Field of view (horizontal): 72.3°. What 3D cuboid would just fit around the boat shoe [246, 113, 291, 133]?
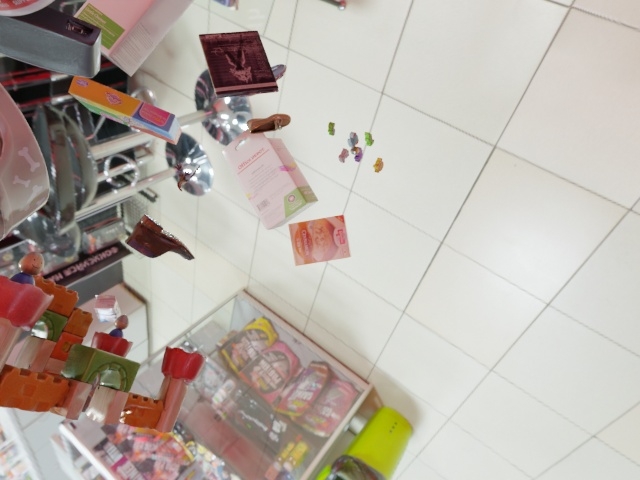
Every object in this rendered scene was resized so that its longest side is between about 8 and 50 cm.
[{"bbox_3d":[-0.169,-0.386,1.466,0.056,0.153,0.048,99,154,-48],"label":"boat shoe"}]

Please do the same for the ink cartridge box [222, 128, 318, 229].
[{"bbox_3d":[-0.191,-0.242,1.645,0.207,0.119,0.353,-32,87,25],"label":"ink cartridge box"}]

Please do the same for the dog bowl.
[{"bbox_3d":[-0.620,-0.172,0.762,0.349,0.102,0.348,20,130,25],"label":"dog bowl"}]

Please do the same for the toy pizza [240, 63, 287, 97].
[{"bbox_3d":[-0.204,-0.567,1.579,0.201,0.201,0.032,-2,136,39],"label":"toy pizza"}]

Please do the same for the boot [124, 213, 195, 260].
[{"bbox_3d":[-0.502,0.020,1.378,0.219,0.106,0.082,47,171,-36],"label":"boot"}]

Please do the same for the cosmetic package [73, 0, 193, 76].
[{"bbox_3d":[-0.628,-0.776,1.480,0.197,0.155,0.365,36,89,7],"label":"cosmetic package"}]

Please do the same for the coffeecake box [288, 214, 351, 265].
[{"bbox_3d":[0.000,0.000,1.450,0.186,0.068,0.142,-10,89,8],"label":"coffeecake box"}]

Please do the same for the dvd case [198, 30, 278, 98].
[{"bbox_3d":[-0.219,-0.473,1.167,0.018,0.165,0.221,111,143,-61],"label":"dvd case"}]

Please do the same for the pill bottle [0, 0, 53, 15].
[{"bbox_3d":[-0.578,-0.558,0.669,0.210,0.210,0.363,35,170,16],"label":"pill bottle"}]

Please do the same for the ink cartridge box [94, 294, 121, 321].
[{"bbox_3d":[-0.538,0.173,1.106,0.048,0.028,0.083,1,136,-9],"label":"ink cartridge box"}]

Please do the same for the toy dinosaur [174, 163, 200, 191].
[{"bbox_3d":[-0.301,-0.137,0.951,0.047,0.090,0.082,24,158,-9],"label":"toy dinosaur"}]

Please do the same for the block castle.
[{"bbox_3d":[-0.451,0.183,0.778,0.303,0.212,0.453,3,155,26],"label":"block castle"}]

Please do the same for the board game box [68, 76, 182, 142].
[{"bbox_3d":[-0.649,-0.437,1.499,0.317,0.064,0.242,21,178,-12],"label":"board game box"}]

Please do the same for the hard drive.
[{"bbox_3d":[-0.636,-0.456,0.982,0.172,0.255,0.054,-30,53,58],"label":"hard drive"}]

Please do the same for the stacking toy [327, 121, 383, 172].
[{"bbox_3d":[0.128,-0.335,1.560,0.167,0.052,0.221,21,162,27],"label":"stacking toy"}]
